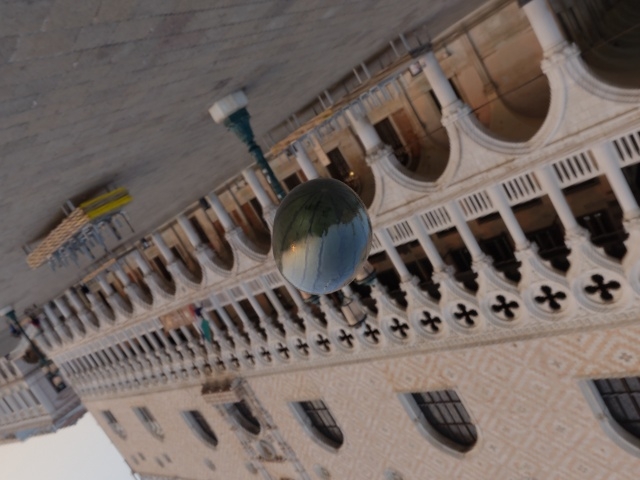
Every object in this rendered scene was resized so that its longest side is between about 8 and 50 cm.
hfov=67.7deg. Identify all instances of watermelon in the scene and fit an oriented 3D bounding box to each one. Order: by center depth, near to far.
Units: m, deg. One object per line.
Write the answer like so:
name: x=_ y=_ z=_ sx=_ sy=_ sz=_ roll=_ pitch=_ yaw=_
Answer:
watermelon: x=0.000 y=0.000 z=0.367 sx=0.078 sy=0.078 sz=0.111 roll=-34 pitch=160 yaw=-24
